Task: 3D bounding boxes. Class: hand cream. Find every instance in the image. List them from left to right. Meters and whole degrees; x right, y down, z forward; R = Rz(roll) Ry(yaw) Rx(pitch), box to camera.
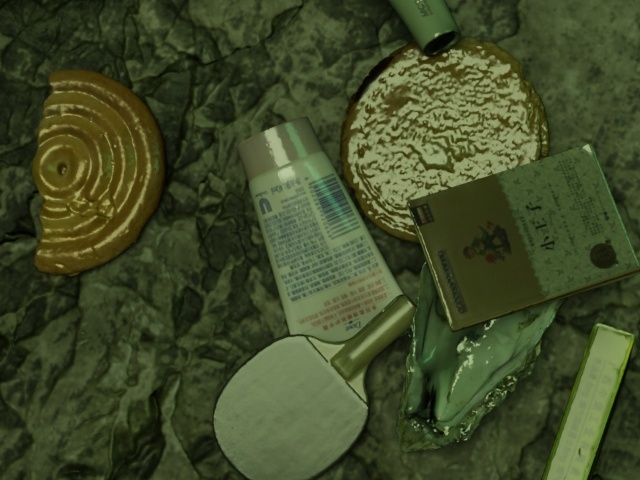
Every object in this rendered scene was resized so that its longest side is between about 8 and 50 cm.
[{"bbox_3d":[0.000,0.000,1.678,0.133,0.083,0.248,-21,88,5],"label":"hand cream"}]

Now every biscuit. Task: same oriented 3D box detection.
[{"bbox_3d":[-0.234,-0.072,1.744,0.144,0.033,0.224,3,80,10],"label":"biscuit"},{"bbox_3d":[0.127,-0.102,1.689,0.226,0.042,0.226,-1,78,7],"label":"biscuit"}]

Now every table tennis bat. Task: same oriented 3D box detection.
[{"bbox_3d":[0.001,0.144,1.653,0.246,0.022,0.138,-43,87,4],"label":"table tennis bat"}]

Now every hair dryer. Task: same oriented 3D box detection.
[{"bbox_3d":[0.148,-0.304,1.701,0.267,0.092,0.229,-8,69,3],"label":"hair dryer"}]

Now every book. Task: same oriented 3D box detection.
[{"bbox_3d":[0.198,-0.004,1.606,0.198,0.016,0.138,-17,77,-7],"label":"book"}]

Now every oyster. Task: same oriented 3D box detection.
[{"bbox_3d":[0.167,0.079,1.622,0.199,0.087,0.252,-4,89,-4],"label":"oyster"}]

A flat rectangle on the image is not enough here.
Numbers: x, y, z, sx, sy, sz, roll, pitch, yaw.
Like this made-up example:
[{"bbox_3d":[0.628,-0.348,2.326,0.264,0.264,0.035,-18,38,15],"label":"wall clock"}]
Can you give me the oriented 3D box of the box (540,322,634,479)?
[{"bbox_3d":[0.225,0.239,1.538,0.043,0.173,0.311,19,81,13],"label":"box"}]
